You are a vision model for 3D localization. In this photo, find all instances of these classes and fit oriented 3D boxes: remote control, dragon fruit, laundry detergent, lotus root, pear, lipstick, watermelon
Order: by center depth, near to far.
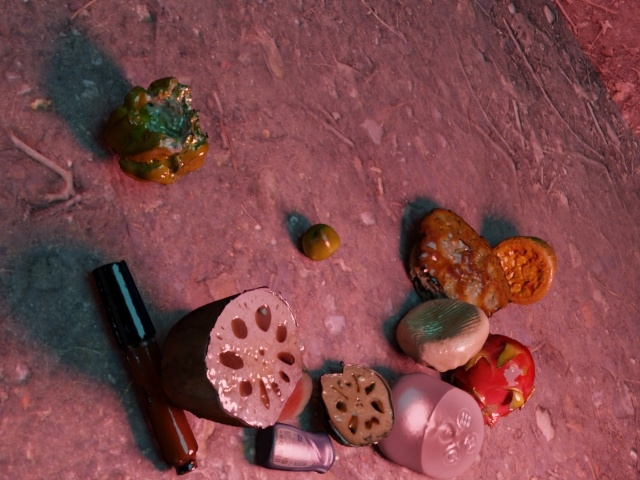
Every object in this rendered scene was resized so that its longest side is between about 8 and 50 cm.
[{"bbox_3d":[-0.172,0.222,1.552,0.272,0.192,0.272,28,55,-48],"label":"lotus root"},{"bbox_3d":[-0.322,0.236,1.569,0.077,0.077,0.418,-21,90,-45],"label":"lipstick"},{"bbox_3d":[-0.080,0.309,1.719,0.136,0.207,0.202,24,73,-5],"label":"watermelon"},{"bbox_3d":[-0.038,0.442,1.765,0.206,0.061,0.096,21,58,-36],"label":"laundry detergent"},{"bbox_3d":[0.069,0.376,1.870,0.183,0.078,0.203,11,51,-23],"label":"lotus root"},{"bbox_3d":[0.000,0.000,1.952,0.092,0.097,0.092,4,65,-8],"label":"pear"},{"bbox_3d":[0.262,0.442,1.997,0.332,0.103,0.221,28,76,-28],"label":"remote control"},{"bbox_3d":[0.440,0.351,2.152,0.227,0.224,0.224,-43,104,-41],"label":"dragon fruit"}]

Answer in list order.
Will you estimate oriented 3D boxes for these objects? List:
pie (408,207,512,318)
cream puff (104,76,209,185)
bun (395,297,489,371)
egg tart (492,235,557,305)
[{"bbox_3d":[0.372,0.075,2.261,0.354,0.103,0.288,50,48,-11],"label":"pie"},{"bbox_3d":[-0.336,-0.209,1.672,0.195,0.195,0.221,4,54,-42],"label":"cream puff"},{"bbox_3d":[0.305,0.242,2.078,0.231,0.231,0.133,-46,132,-43],"label":"bun"},{"bbox_3d":[0.591,0.078,2.413,0.147,0.203,0.202,-15,84,-57],"label":"egg tart"}]
